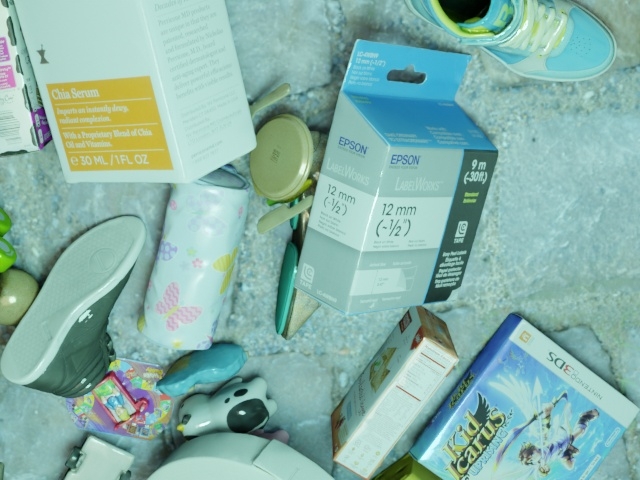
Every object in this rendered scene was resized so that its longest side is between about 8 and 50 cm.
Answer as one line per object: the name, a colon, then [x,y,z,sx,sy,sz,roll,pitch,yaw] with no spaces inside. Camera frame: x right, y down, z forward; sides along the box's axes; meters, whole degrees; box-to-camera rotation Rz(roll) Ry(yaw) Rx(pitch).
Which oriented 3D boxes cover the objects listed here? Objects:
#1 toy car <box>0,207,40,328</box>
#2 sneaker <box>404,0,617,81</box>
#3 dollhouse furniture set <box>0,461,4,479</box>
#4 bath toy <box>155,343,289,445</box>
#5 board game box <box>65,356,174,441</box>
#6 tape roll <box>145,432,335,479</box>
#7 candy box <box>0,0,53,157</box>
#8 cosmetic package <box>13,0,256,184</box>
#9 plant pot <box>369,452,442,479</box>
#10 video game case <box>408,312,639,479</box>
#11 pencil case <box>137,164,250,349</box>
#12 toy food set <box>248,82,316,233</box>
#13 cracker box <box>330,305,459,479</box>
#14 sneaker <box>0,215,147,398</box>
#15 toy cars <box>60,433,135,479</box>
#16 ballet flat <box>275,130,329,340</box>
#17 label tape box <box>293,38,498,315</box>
toy car: [-0.465,0.068,1.594,0.155,0.149,0.188,-41,131,13]
sneaker: [0.265,-0.286,1.443,0.319,0.208,0.127,18,103,-7]
dollhouse furniture set: [-0.505,0.345,1.621,0.152,0.201,0.373,8,99,-3]
bath toy: [-0.121,0.334,1.656,0.151,0.129,0.348,-15,108,39]
board game box: [-0.312,0.249,1.675,0.169,0.033,0.133,11,106,-5]
tape roll: [-0.097,0.460,1.586,0.392,0.072,0.391,11,118,22]
candy box: [-0.420,-0.243,1.468,0.071,0.159,0.233,-9,107,1]
cosmetic package: [-0.258,-0.307,1.392,0.230,0.161,0.453,1,112,35]
plant pot: [0.143,0.450,1.664,0.212,0.212,0.187,-37,89,9]
video game case: [0.312,0.290,1.654,0.244,0.061,0.269,37,88,-10]
pencil case: [-0.187,0.023,1.573,0.124,0.113,0.273,17,105,14]
toy food set: [-0.053,-0.115,1.518,0.132,0.039,0.192,-26,68,39]
cracker box: [0.105,0.221,1.612,0.067,0.155,0.232,34,102,-9]
sneaker: [-0.340,0.105,1.609,0.105,0.147,0.295,26,75,29]
toy cars: [-0.349,0.485,1.719,0.177,0.087,0.393,-11,103,-5]
ballet flat: [0.000,0.000,1.577,0.106,0.107,0.315,4,107,-10]
label tape box: [0.120,-0.083,1.480,0.249,0.115,0.347,-3,114,-47]
